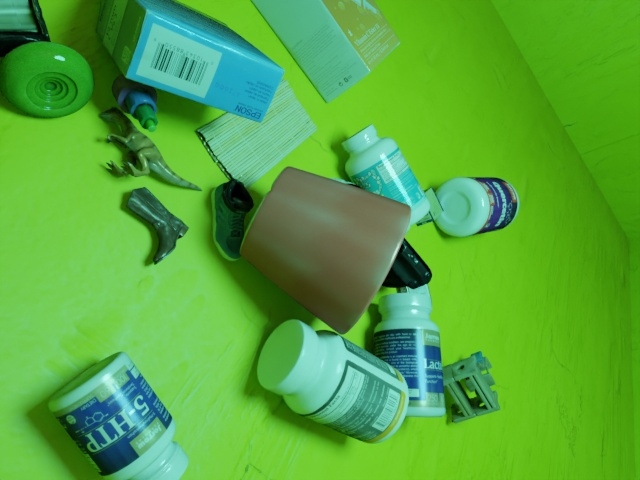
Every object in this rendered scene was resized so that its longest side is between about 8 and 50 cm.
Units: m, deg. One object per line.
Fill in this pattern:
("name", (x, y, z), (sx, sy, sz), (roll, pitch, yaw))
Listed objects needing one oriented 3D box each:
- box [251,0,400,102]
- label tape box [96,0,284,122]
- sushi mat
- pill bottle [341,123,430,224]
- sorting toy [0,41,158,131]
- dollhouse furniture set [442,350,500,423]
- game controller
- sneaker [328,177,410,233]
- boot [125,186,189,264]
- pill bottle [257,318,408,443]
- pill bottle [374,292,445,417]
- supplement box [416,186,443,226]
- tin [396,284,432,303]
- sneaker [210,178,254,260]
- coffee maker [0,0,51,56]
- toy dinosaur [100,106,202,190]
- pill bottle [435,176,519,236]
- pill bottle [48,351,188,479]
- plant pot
("box", (0.013, -0.574, 1.141), (0.345, 0.168, 0.215), (50, 50, -17))
("label tape box", (-0.259, -0.367, 0.824), (0.249, 0.115, 0.347), (7, 30, -42))
("sushi mat", (-0.128, -0.246, 0.999), (0.151, 0.019, 0.316), (54, 47, -15))
("pill bottle", (0.160, -0.160, 1.144), (0.146, 0.146, 0.264), (-42, 104, -43))
("sorting toy", (-0.398, -0.193, 0.629), (0.365, 0.127, 0.126), (-9, 58, -43))
("dollhouse furniture set", (0.381, 0.364, 1.197), (0.129, 0.129, 0.184), (58, 22, -10))
("game controller", (0.120, 0.000, 1.035), (0.319, 0.166, 0.067), (47, 67, -20))
("sneaker", (0.091, -0.052, 1.088), (0.240, 0.126, 0.091), (30, 39, 6))
("boot", (-0.291, -0.028, 0.755), (0.114, 0.037, 0.106), (48, 36, -24))
("pill bottle", (0.027, 0.269, 0.856), (0.278, 0.162, 0.162), (36, 54, -28))
("pill bottle", (0.199, 0.263, 1.023), (0.153, 0.153, 0.264), (18, 64, -38))
("supplement box", (0.310, -0.100, 1.324), (0.083, 0.056, 0.083), (-37, 101, -44))
("tin", (0.249, 0.121, 1.204), (0.106, 0.040, 0.190), (-2, 77, -48))
("sneaker", (-0.163, -0.042, 0.845), (0.058, 0.084, 0.152), (1, 74, -43))
("coffee maker", (-0.481, -0.299, 0.616), (0.178, 0.171, 0.120), (-15, 62, -24))
("toy dinosaur", (-0.298, -0.143, 0.773), (0.211, 0.064, 0.112), (49, 47, -19))
("pill bottle", (0.511, -0.113, 1.426), (0.323, 0.181, 0.181), (-8, 81, -44))
("pill bottle", (-0.270, 0.261, 0.619), (0.112, 0.112, 0.187), (-41, 103, -43))
("plant pot", (0.000, 0.000, 0.846), (0.243, 0.275, 0.275), (29, 53, 0))
